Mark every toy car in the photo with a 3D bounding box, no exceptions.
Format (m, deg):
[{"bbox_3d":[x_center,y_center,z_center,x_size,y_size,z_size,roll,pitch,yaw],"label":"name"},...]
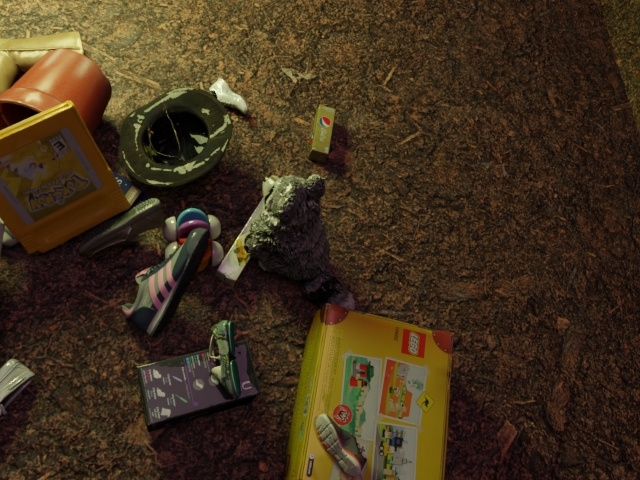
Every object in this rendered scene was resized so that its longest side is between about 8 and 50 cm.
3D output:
[{"bbox_3d":[-0.350,-0.008,1.513,0.159,0.136,0.182,-3,70,-18],"label":"toy car"}]

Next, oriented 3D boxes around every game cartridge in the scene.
[{"bbox_3d":[-0.670,-0.143,1.360,0.285,0.324,0.052,-32,43,-17],"label":"game cartridge"}]

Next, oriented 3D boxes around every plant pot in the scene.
[{"bbox_3d":[-0.713,-0.358,1.484,0.272,0.272,0.265,19,55,-9],"label":"plant pot"}]

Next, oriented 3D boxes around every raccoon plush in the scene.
[{"bbox_3d":[0.000,0.000,1.484,0.446,0.299,0.216,35,62,-14],"label":"raccoon plush"}]

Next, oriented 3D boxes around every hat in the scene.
[{"bbox_3d":[-0.409,-0.277,1.606,0.331,0.134,0.332,-1,70,3],"label":"hat"}]

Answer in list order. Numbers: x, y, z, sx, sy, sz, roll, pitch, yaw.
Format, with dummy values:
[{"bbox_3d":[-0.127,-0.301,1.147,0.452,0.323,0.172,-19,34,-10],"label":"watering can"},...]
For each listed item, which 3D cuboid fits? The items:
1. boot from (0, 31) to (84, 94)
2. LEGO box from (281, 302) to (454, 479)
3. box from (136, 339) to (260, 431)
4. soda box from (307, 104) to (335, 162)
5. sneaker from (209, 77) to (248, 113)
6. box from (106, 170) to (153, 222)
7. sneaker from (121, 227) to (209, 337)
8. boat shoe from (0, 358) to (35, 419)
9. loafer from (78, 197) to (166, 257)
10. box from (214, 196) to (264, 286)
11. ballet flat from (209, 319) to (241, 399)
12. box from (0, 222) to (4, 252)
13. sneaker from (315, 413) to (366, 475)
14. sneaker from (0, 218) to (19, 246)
[{"bbox_3d":[-0.826,-0.506,1.598,0.269,0.089,0.236,-11,78,-25],"label":"boot"},{"bbox_3d":[0.128,0.458,1.438,0.372,0.193,0.500,15,66,-10],"label":"LEGO box"},{"bbox_3d":[-0.304,0.361,1.361,0.270,0.165,0.143,-11,70,-21],"label":"box"},{"bbox_3d":[0.004,-0.352,1.802,0.058,0.061,0.181,14,66,-11],"label":"soda box"},{"bbox_3d":[-0.294,-0.452,1.762,0.152,0.054,0.061,43,72,10],"label":"sneaker"},{"bbox_3d":[-0.600,-0.127,1.542,0.225,0.036,0.136,29,64,-5],"label":"box"},{"bbox_3d":[-0.404,0.088,1.409,0.131,0.112,0.319,31,95,6],"label":"sneaker"},{"bbox_3d":[-0.757,0.383,1.259,0.075,0.083,0.226,31,63,-2],"label":"boat shoe"},{"bbox_3d":[-0.527,-0.017,1.471,0.251,0.094,0.087,-29,117,-4],"label":"loafer"},{"bbox_3d":[-0.199,-0.016,1.603,0.063,0.067,0.324,31,62,-5],"label":"box"},{"bbox_3d":[-0.229,0.285,1.297,0.070,0.070,0.189,-2,64,-18],"label":"ballet flat"},{"bbox_3d":[-0.883,0.103,1.233,0.168,0.215,0.346,-14,67,22],"label":"box"},{"bbox_3d":[0.050,0.470,1.282,0.065,0.061,0.158,-24,76,-51],"label":"sneaker"},{"bbox_3d":[-0.869,-0.105,1.414,0.297,0.111,0.129,38,68,1],"label":"sneaker"}]
